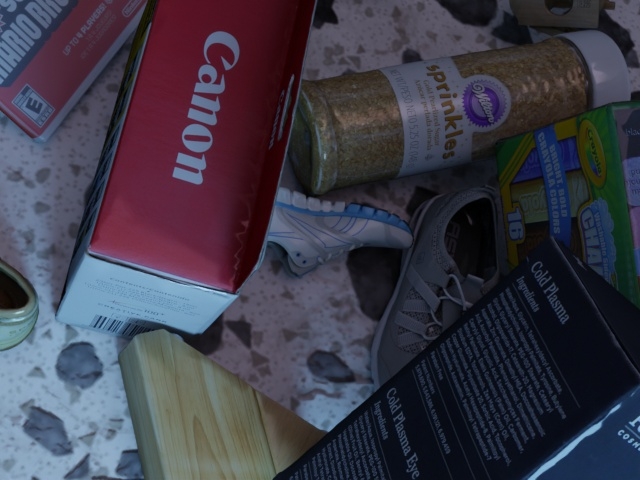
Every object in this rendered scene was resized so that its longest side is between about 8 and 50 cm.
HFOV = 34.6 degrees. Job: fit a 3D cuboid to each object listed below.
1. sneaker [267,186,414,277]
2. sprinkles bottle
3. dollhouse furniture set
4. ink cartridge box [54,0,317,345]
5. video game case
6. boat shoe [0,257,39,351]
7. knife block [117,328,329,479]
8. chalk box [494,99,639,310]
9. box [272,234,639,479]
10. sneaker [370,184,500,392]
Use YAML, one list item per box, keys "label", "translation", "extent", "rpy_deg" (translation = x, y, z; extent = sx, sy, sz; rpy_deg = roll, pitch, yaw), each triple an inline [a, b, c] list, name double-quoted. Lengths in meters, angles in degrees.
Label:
- label: "sneaker"
  translation: [0.000, 0.000, 1.032]
  extent: [0.191, 0.071, 0.082]
  rpy_deg: [9, 78, -12]
- label: "sprinkles bottle"
  translation: [0.143, -0.136, 1.075]
  extent: [0.356, 0.121, 0.121]
  rpy_deg: [-13, 77, -17]
- label: "dollhouse furniture set"
  translation: [0.301, -0.257, 1.248]
  extent: [0.182, 0.101, 0.160]
  rpy_deg: [-42, 135, -56]
- label: "ink cartridge box"
  translation: [-0.116, -0.091, 0.896]
  extent: [0.130, 0.272, 0.309]
  rpy_deg: [17, 66, -15]
- label: "video game case"
  translation: [-0.306, -0.259, 0.954]
  extent: [0.285, 0.025, 0.204]
  rpy_deg: [45, 64, -28]
- label: "boat shoe"
  translation: [-0.368, -0.003, 0.869]
  extent: [0.285, 0.089, 0.104]
  rpy_deg: [25, 65, -11]
- label: "knife block"
  translation: [-0.104, 0.245, 0.885]
  extent: [0.276, 0.088, 0.242]
  rpy_deg: [34, 62, -8]
- label: "chalk box"
  translation: [0.304, -0.031, 0.920]
  extent: [0.180, 0.289, 0.179]
  rpy_deg: [-7, 90, -15]
- label: "box"
  translation: [0.197, 0.227, 0.813]
  extent: [0.343, 0.312, 0.179]
  rpy_deg: [35, 19, -28]
- label: "sneaker"
  translation: [0.121, 0.069, 1.019]
  extent: [0.105, 0.115, 0.281]
  rpy_deg: [14, 67, -16]
